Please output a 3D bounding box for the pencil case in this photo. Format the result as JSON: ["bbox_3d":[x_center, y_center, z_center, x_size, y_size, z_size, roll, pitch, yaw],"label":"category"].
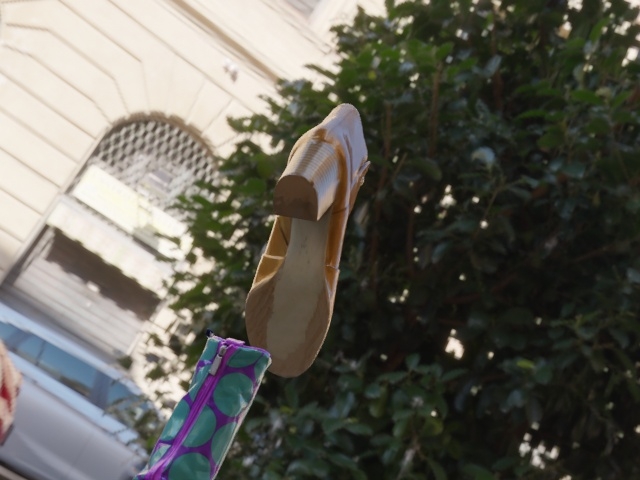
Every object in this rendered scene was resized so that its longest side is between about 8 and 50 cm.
[{"bbox_3d":[-0.102,0.156,0.734,0.065,0.151,0.070,16,-22,25],"label":"pencil case"}]

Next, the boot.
[{"bbox_3d":[-0.001,-0.001,1.019,0.104,0.211,0.295,16,-59,13],"label":"boot"}]
